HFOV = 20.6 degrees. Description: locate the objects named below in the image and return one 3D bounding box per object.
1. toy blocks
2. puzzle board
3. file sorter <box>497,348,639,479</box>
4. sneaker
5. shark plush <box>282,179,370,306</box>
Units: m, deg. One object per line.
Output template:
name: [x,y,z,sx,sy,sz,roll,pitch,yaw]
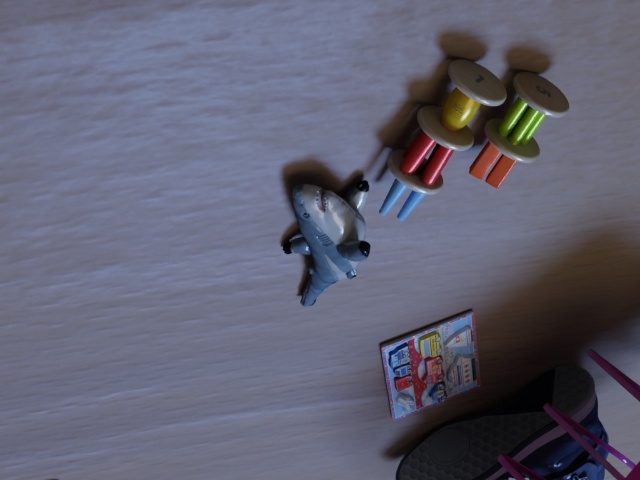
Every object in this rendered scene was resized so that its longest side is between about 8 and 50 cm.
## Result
toy blocks: [0.120,-0.073,1.454,0.123,0.054,0.148,7,131,-35]
puzzle board: [0.109,0.124,1.709,0.096,0.011,0.128,-20,142,-7]
file sorter: [0.264,0.284,1.711,0.202,0.182,0.291,36,96,-38]
sneaker: [0.198,0.239,1.831,0.226,0.086,0.163,-27,139,-1]
shark plush: [0.000,0.000,1.497,0.067,0.073,0.161,4,157,-7]
